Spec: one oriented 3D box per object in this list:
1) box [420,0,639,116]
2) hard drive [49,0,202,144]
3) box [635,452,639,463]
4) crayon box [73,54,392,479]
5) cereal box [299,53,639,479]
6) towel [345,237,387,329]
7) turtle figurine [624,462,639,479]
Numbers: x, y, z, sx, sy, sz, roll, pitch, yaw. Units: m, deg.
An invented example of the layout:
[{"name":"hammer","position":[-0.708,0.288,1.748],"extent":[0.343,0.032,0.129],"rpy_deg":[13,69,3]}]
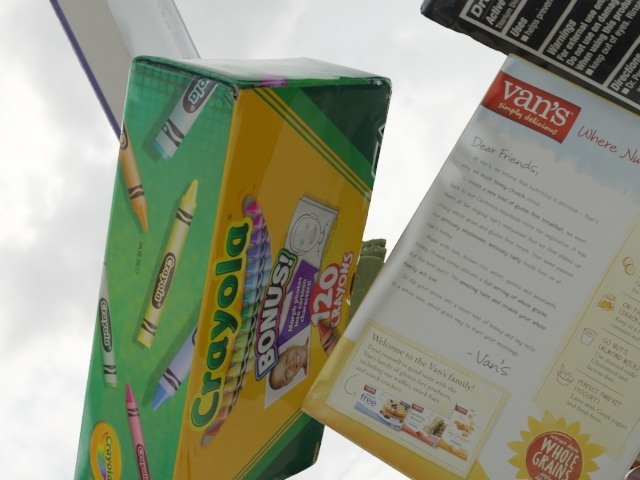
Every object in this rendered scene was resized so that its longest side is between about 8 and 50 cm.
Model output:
[{"name":"box","position":[0.263,-0.217,0.673],"extent":[0.294,0.182,0.296],"rpy_deg":[27,-47,-4]},{"name":"hard drive","position":[-0.150,-0.155,1.042],"extent":[0.040,0.318,0.210],"rpy_deg":[-23,-78,7]},{"name":"box","position":[0.286,0.135,1.011],"extent":[0.307,0.242,0.076],"rpy_deg":[15,-88,-38]},{"name":"crayon box","position":[-0.054,0.027,0.722],"extent":[0.165,0.081,0.278],"rpy_deg":[-13,-62,-55]},{"name":"cereal box","position":[0.122,0.037,0.648],"extent":[0.240,0.173,0.047],"rpy_deg":[-58,-16,-4]},{"name":"towel","position":[-0.003,0.059,0.980],"extent":[0.148,0.027,0.110],"rpy_deg":[-16,-59,-34]},{"name":"turtle figurine","position":[0.192,0.193,0.890],"extent":[0.270,0.217,0.087],"rpy_deg":[-9,-89,-21]}]
